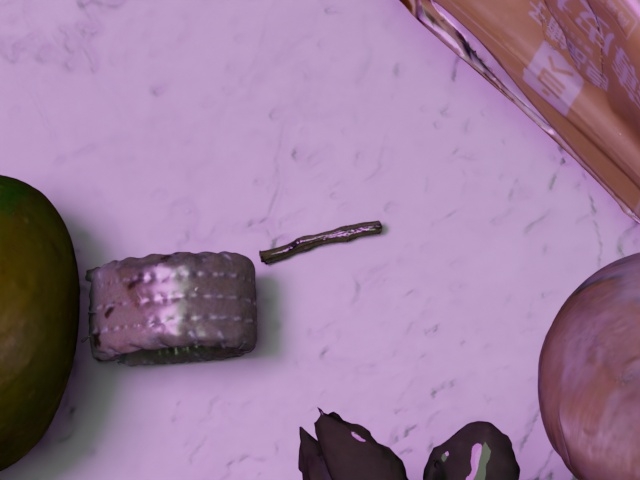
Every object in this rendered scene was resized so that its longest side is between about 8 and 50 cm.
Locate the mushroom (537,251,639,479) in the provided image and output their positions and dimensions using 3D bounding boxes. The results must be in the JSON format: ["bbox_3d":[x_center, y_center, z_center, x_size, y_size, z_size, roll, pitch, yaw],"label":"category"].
[{"bbox_3d":[0.222,0.124,1.033,0.243,0.243,0.244,-3,78,13],"label":"mushroom"}]

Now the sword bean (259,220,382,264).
[{"bbox_3d":[0.000,0.000,1.217,0.083,0.012,0.012,-15,75,12],"label":"sword bean"}]

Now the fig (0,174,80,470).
[{"bbox_3d":[-0.227,0.047,1.184,0.181,0.181,0.191,24,61,17],"label":"fig"}]

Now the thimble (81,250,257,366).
[{"bbox_3d":[-0.093,0.043,1.192,0.110,0.084,0.062,-5,78,11],"label":"thimble"}]

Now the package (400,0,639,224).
[{"bbox_3d":[0.142,-0.141,1.134,0.165,0.221,0.311,-46,70,23],"label":"package"}]

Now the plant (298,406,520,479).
[{"bbox_3d":[0.044,0.252,1.051,0.215,0.213,0.312,12,77,20],"label":"plant"}]
